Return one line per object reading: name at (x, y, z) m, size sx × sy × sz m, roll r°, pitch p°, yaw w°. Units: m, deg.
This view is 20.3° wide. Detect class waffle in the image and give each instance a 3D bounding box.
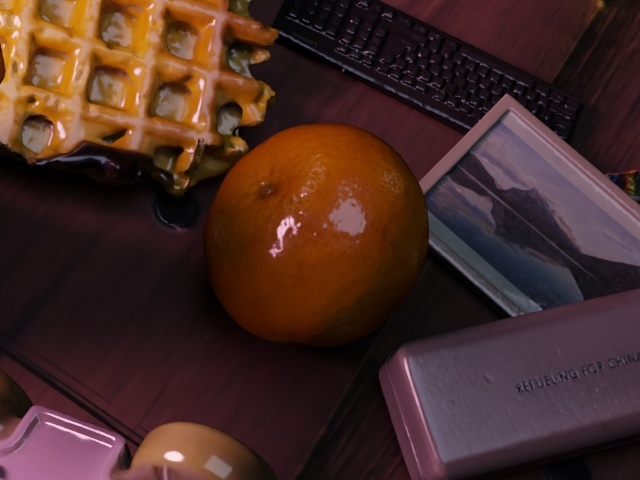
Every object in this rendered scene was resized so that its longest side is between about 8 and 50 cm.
waffle at (-0.188, -0.161, 1.260) m, size 0.312 × 0.060 × 0.307 m, roll -21°, pitch 81°, yaw -22°

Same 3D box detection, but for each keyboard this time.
keyboard at (0.085, -0.132, 1.395) m, size 0.250 × 0.017 × 0.087 m, roll 26°, pitch 54°, yaw -3°

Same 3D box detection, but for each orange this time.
orange at (0.000, 0.000, 1.212) m, size 0.136 × 0.159 × 0.159 m, roll 46°, pitch 43°, yaw -41°

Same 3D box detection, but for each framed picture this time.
framed picture at (0.171, 0.000, 1.333) m, size 0.203 × 0.015 × 0.150 m, roll 42°, pitch 63°, yaw 7°

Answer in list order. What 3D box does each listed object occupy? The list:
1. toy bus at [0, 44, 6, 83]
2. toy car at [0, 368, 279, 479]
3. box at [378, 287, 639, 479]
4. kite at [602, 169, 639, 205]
toy bus at (-0.280, -0.077, 1.041) m, size 0.153 × 0.329 × 0.143 m, roll -13°, pitch 64°, yaw -28°
toy car at (-0.166, 0.224, 0.993) m, size 0.336 × 0.226 × 0.242 m, roll 14°, pitch 52°, yaw 21°
box at (0.168, 0.099, 1.244) m, size 0.244 × 0.055 × 0.103 m, roll -11°, pitch 71°, yaw -21°
kite at (0.304, 0.010, 1.386) m, size 0.234 × 0.016 × 0.321 m, roll 31°, pitch 55°, yaw 0°
